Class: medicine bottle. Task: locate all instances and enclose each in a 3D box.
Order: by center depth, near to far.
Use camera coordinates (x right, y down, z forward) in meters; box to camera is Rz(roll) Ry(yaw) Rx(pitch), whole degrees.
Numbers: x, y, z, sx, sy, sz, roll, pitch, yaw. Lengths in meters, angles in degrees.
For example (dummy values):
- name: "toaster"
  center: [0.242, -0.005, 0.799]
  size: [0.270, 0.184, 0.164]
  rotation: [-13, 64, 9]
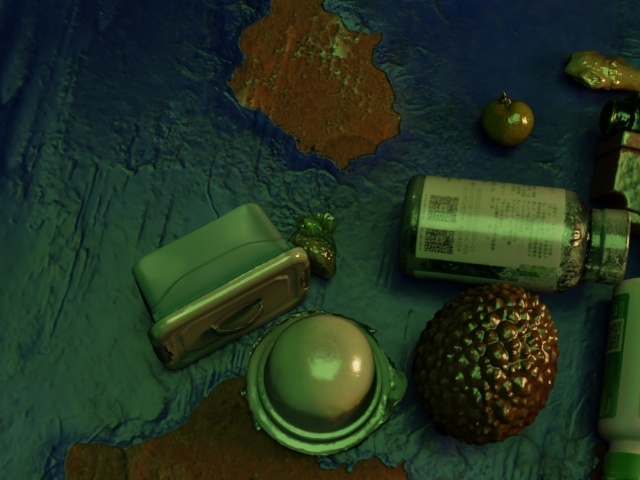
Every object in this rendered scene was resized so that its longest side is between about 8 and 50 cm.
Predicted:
- name: "medicine bottle"
  center: [0.437, 0.195, 1.517]
  size: [0.134, 0.133, 0.274]
  rotation: [12, 73, -1]
- name: "medicine bottle"
  center: [0.256, -0.006, 1.529]
  size: [0.293, 0.141, 0.141]
  rotation: [6, 73, 9]

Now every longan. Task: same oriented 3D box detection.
- name: "longan"
  center: [0.265, -0.175, 1.635]
  size: [0.075, 0.083, 0.075]
  rotation: [-6, 37, 5]

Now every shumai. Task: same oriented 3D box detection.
- name: "shumai"
  center: [0.000, 0.000, 1.569]
  size: [0.083, 0.082, 0.080]
  rotation: [38, 72, -18]

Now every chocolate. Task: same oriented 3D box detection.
- name: "chocolate"
  center: [0.009, 0.172, 1.482]
  size: [0.221, 0.147, 0.221]
  rotation: [2, 73, -8]

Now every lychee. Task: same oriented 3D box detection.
- name: "lychee"
  center: [0.206, 0.164, 1.479]
  size: [0.200, 0.238, 0.200]
  rotation: [23, 33, -16]

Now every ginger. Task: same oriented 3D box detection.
- name: "ginger"
  center: [0.442, -0.243, 1.682]
  size: [0.174, 0.051, 0.069]
  rotation: [7, 38, -10]

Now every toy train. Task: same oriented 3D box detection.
- name: "toy train"
  center: [0.532, -0.098, 1.612]
  size: [0.305, 0.150, 0.221]
  rotation: [11, 84, -3]

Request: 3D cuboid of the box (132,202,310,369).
- name: "box"
  center: [-0.129, 0.062, 1.498]
  size: [0.227, 0.162, 0.130]
  rotation: [-27, 68, -11]
